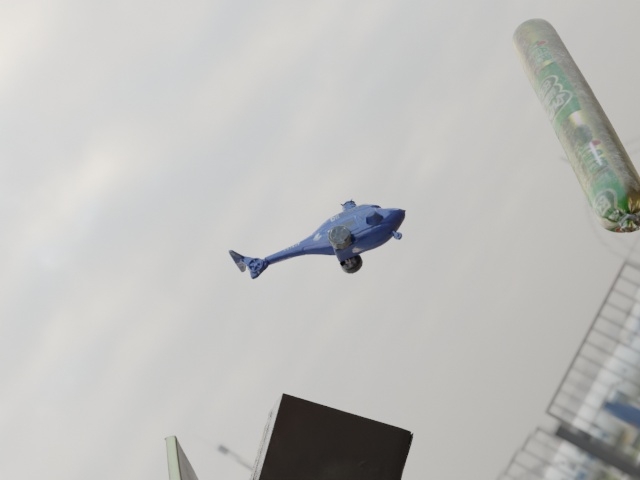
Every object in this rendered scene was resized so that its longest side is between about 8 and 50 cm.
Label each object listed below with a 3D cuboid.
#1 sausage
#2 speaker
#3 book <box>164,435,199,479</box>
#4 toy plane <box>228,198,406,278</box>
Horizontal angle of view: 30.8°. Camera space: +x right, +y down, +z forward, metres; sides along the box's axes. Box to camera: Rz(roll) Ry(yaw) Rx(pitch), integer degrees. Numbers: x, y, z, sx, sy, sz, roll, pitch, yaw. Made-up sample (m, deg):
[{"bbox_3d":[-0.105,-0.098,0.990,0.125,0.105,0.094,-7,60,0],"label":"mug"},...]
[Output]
[{"bbox_3d":[0.156,-0.079,0.719,0.269,0.033,0.033,-96,20,-56],"label":"sausage"},{"bbox_3d":[-0.015,0.200,0.631,0.044,0.082,0.218,122,164,-70],"label":"speaker"},{"bbox_3d":[-0.083,0.246,0.841,0.127,0.014,0.181,77,178,-51],"label":"book"},{"bbox_3d":[0.000,0.000,1.076,0.167,0.062,0.054,-20,-37,4],"label":"toy plane"}]
